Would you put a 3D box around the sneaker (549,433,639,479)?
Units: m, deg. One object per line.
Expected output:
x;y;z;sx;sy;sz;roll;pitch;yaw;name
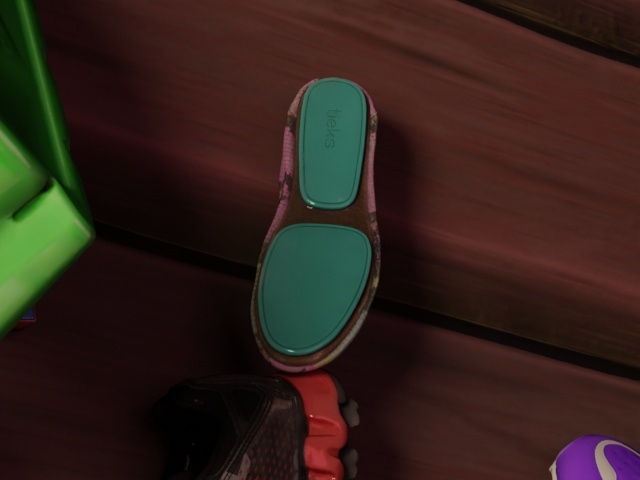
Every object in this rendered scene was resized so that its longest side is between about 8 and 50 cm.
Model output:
0.278;0.212;1.273;0.102;0.146;0.293;-15;56;-47;sneaker

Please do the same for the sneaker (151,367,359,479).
-0.051;0.199;1.148;0.135;0.097;0.276;12;65;-29;sneaker

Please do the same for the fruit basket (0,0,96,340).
-0.325;-0.054;0.914;0.283;0.392;0.392;53;50;-39;fruit basket

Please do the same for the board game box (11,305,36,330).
-0.300;-0.017;1.110;0.281;0.027;0.145;0;72;-32;board game box

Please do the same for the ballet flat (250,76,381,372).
0.000;0.000;1.257;0.077;0.079;0.221;5;56;0;ballet flat
